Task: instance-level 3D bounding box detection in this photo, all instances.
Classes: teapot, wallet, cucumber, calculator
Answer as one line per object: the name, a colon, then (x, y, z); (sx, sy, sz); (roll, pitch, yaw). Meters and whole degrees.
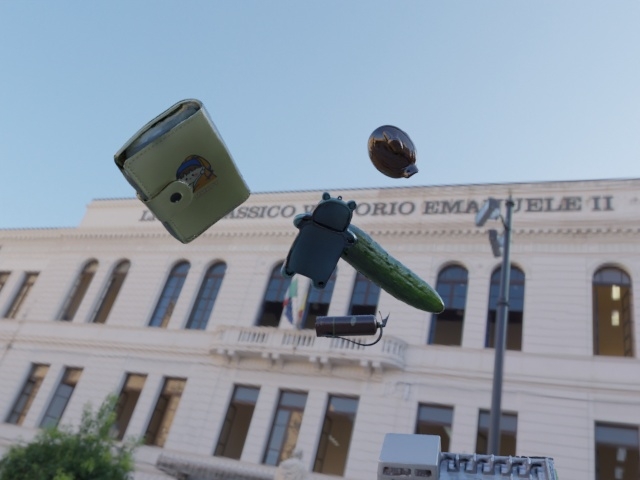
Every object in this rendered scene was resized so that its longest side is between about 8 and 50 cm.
teapot: (0.153, -0.182, 1.244); (0.129, 0.098, 0.078); (59, -12, 10)
wallet: (-0.147, -0.071, 0.662); (0.039, 0.110, 0.155); (44, -13, 33)
cucumber: (0.079, 0.032, 0.906); (0.250, 0.056, 0.056); (38, -34, 0)
calculator: (0.000, 0.000, 0.838); (0.094, 0.019, 0.141); (21, -71, -12)

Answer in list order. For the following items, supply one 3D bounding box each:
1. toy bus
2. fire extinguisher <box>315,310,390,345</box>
toy bus: (0.241, 0.409, 1.002); (0.302, 0.113, 0.139); (-1, -75, 15)
fire extinguisher: (0.069, 0.187, 1.273); (0.157, 0.078, 0.045); (-2, -30, 5)
